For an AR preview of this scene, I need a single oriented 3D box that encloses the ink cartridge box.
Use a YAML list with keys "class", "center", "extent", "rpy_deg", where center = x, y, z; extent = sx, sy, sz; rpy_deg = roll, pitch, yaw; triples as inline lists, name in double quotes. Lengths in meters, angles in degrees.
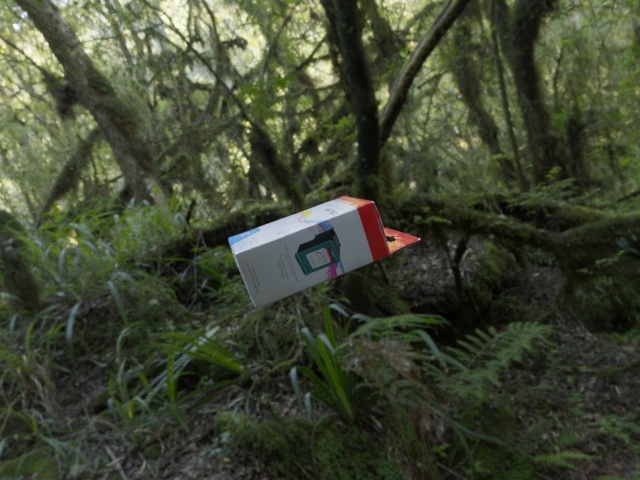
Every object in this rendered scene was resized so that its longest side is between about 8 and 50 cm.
- class: "ink cartridge box"
  center: [0.000, 0.000, 0.657]
  extent: [0.231, 0.078, 0.134]
  rpy_deg: [-21, 13, -11]
